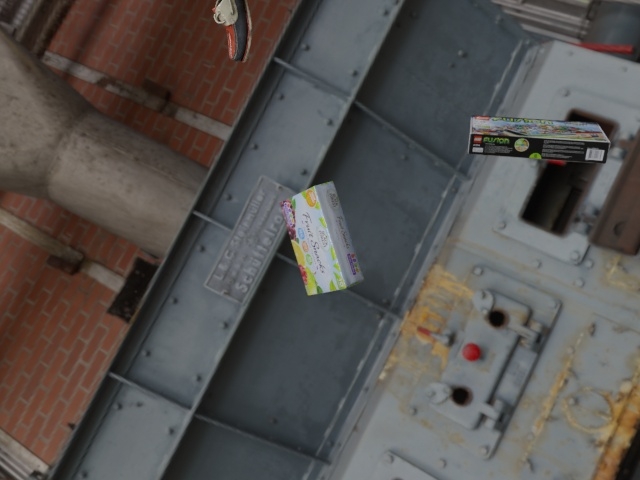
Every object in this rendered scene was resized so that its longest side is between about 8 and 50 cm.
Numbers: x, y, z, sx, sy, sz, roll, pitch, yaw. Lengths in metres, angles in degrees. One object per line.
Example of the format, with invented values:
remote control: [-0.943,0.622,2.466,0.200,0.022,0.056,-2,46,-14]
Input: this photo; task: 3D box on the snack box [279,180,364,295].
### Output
snack box: [0.000,0.000,0.851,0.037,0.100,0.141,-18,-91,-35]

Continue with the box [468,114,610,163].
box: [0.346,-0.166,0.998,0.114,0.207,0.036,-64,-23,-61]

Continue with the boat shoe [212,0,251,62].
boat shoe: [-0.111,-0.286,0.748,0.043,0.049,0.137,-12,-68,-27]
